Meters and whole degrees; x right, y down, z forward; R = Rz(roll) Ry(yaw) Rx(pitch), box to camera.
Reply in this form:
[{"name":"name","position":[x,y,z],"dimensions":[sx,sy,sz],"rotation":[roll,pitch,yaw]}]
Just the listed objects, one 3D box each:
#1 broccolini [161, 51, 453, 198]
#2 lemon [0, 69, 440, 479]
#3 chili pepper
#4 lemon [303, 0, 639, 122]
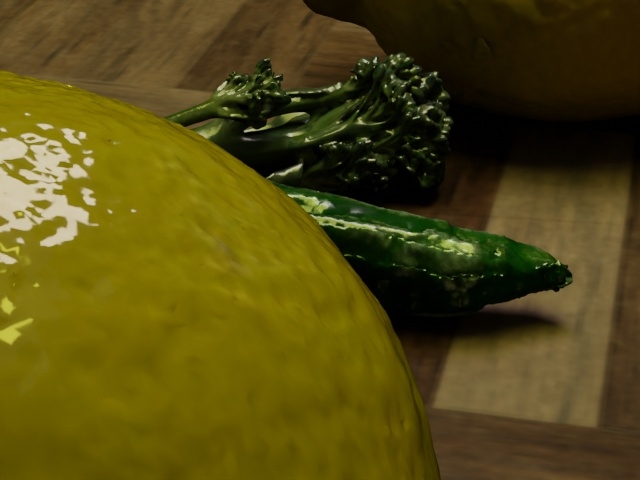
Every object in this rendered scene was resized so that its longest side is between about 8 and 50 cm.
[{"name":"broccolini","position":[-0.120,-0.048,0.918],"dimensions":[0.392,0.074,0.079],"rotation":[-6,19,-19]},{"name":"lemon","position":[-0.078,0.075,0.475],"dimensions":[0.219,0.240,0.240],"rotation":[-4,23,-41]},{"name":"chili pepper","position":[0.000,0.000,0.850],"dimensions":[0.227,0.059,0.088],"rotation":[7,21,7]},{"name":"lemon","position":[0.141,-0.186,1.044],"dimensions":[0.320,0.245,0.245],"rotation":[-14,26,-2]}]
